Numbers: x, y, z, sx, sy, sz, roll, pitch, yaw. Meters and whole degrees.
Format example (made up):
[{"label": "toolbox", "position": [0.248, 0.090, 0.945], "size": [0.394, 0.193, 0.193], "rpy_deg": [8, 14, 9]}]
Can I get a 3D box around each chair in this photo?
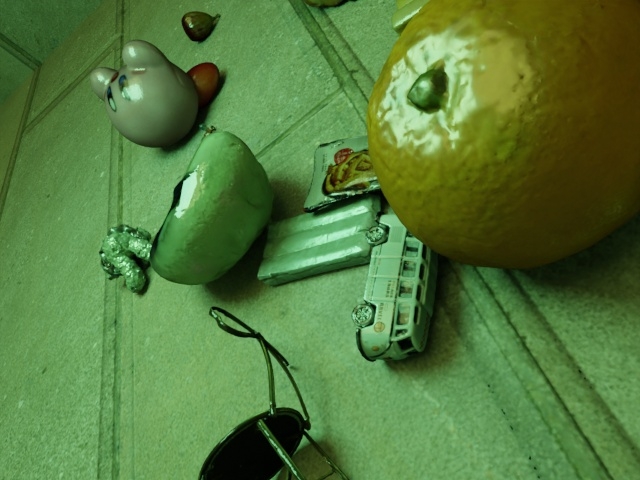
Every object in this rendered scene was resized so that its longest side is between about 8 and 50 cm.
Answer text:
[{"label": "chair", "position": [-0.071, 0.252, 0.593], "size": [0.170, 0.160, 0.326], "rpy_deg": [-49, 48, 0]}]

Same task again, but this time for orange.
[{"label": "orange", "position": [0.198, -0.123, 0.522], "size": [0.312, 0.312, 0.312], "rpy_deg": [-20, 51, 28]}]

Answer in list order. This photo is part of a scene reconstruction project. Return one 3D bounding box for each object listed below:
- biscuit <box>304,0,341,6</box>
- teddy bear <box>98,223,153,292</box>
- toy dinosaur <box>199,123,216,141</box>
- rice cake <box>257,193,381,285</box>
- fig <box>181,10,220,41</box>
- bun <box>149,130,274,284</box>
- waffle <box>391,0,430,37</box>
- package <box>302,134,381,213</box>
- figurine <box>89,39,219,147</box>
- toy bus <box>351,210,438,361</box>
[{"label": "biscuit", "position": [-0.016, -0.664, 1.034], "size": [0.326, 0.326, 0.107], "rpy_deg": [-3, 53, 37]}, {"label": "teddy bear", "position": [-0.435, 0.020, 1.064], "size": [0.213, 0.111, 0.133], "rpy_deg": [27, 77, 44]}, {"label": "toy dinosaur", "position": [-0.249, -0.227, 1.123], "size": [0.055, 0.049, 0.154], "rpy_deg": [-43, 49, 12]}, {"label": "rice cake", "position": [0.000, 0.000, 0.780], "size": [0.211, 0.038, 0.124], "rpy_deg": [-11, 56, 32]}, {"label": "fig", "position": [-0.357, -0.662, 1.485], "size": [0.125, 0.089, 0.089], "rpy_deg": [-31, 43, -10]}, {"label": "bun", "position": [-0.175, -0.041, 0.857], "size": [0.283, 0.179, 0.283], "rpy_deg": [-55, 19, 30]}, {"label": "waffle", "position": [0.238, -0.473, 0.773], "size": [0.304, 0.077, 0.348], "rpy_deg": [-16, 76, 41]}, {"label": "package", "position": [0.086, -0.125, 0.779], "size": [0.239, 0.030, 0.154], "rpy_deg": [-10, 47, 25]}, {"label": "figurine", "position": [-0.405, -0.338, 1.225], "size": [0.270, 0.261, 0.211], "rpy_deg": [-21, 79, 25]}, {"label": "toy bus", "position": [0.101, 0.060, 0.629], "size": [0.089, 0.087, 0.194], "rpy_deg": [-1, 60, 27]}]
